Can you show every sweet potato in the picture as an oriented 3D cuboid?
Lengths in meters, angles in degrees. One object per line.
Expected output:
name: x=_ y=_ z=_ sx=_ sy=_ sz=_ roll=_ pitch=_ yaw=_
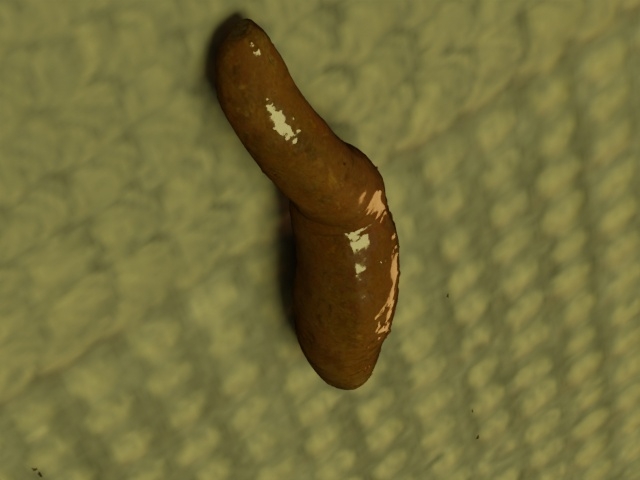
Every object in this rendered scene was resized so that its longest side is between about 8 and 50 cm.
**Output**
sweet potato: x=0.003 y=-0.003 z=0.610 sx=0.044 sy=0.044 sz=0.179 roll=-31 pitch=145 yaw=-13
